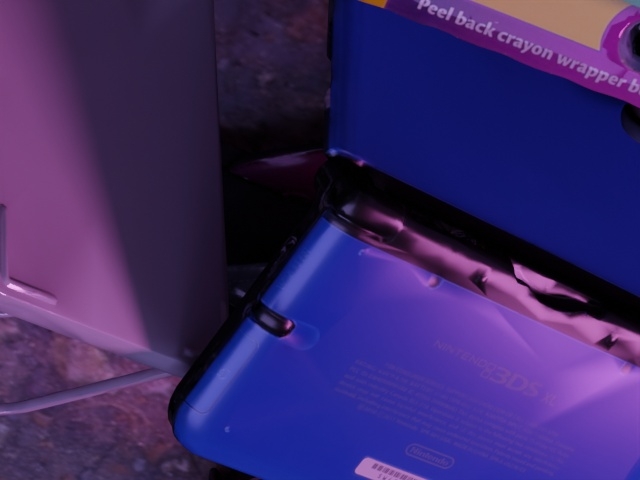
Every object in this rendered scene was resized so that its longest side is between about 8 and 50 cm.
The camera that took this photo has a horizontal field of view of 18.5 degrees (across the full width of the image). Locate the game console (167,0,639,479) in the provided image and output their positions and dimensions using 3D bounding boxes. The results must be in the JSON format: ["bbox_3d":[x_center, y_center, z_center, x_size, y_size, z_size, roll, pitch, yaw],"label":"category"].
[{"bbox_3d":[0.074,0.015,1.097,0.293,0.173,0.250,24,112,-33],"label":"game console"}]

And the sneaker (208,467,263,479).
[{"bbox_3d":[-0.066,0.233,1.397,0.124,0.180,0.321,8,160,5],"label":"sneaker"}]

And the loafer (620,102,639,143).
[{"bbox_3d":[0.325,-0.079,1.119,0.302,0.109,0.095,9,115,-6],"label":"loafer"}]

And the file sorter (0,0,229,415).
[{"bbox_3d":[-0.176,-0.058,1.065,0.173,0.278,0.193,-17,155,29],"label":"file sorter"}]

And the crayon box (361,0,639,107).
[{"bbox_3d":[0.204,-0.219,0.941,0.363,0.106,0.313,20,115,-8],"label":"crayon box"}]

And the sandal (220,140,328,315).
[{"bbox_3d":[-0.002,0.001,1.193,0.445,0.167,0.107,15,138,-2],"label":"sandal"}]
